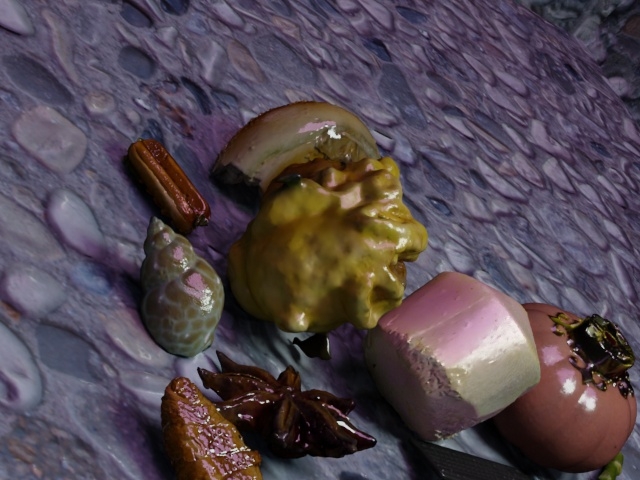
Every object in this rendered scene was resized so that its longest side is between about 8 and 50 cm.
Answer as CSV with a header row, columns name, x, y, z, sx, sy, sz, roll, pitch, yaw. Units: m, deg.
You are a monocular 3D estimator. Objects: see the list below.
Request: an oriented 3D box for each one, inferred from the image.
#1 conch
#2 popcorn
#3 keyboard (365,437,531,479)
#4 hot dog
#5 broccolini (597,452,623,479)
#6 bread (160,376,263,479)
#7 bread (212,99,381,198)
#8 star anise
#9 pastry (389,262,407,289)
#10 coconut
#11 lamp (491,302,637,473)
name,x,y,z,sx,sy,sz,roll,pitch,yaw
conch,-0.187,0.070,1.790,0.116,0.106,0.173,5,57,-24
popcorn,0.000,0.000,1.922,0.316,0.297,0.281,-108,174,-48
keyboard,0.206,0.345,1.977,0.381,0.041,0.103,14,20,-39
hot dog,-0.231,-0.080,1.991,0.072,0.055,0.188,-10,58,-54
broccolini,0.441,0.418,2.190,0.074,0.079,0.392,41,19,10
bread,-0.130,0.274,1.592,0.105,0.076,0.233,-12,66,-44
bread,-0.020,-0.147,2.209,0.314,0.192,0.171,15,26,-39
star anise,-0.055,0.238,1.737,0.272,0.103,0.272,19,13,-4
pastry,0.076,0.041,2.202,0.153,0.081,0.153,37,31,-27
coconut,0.211,0.169,2.001,0.245,0.233,0.233,-28,69,-23
lamp,0.400,0.231,2.185,0.305,0.239,0.305,33,28,-20
